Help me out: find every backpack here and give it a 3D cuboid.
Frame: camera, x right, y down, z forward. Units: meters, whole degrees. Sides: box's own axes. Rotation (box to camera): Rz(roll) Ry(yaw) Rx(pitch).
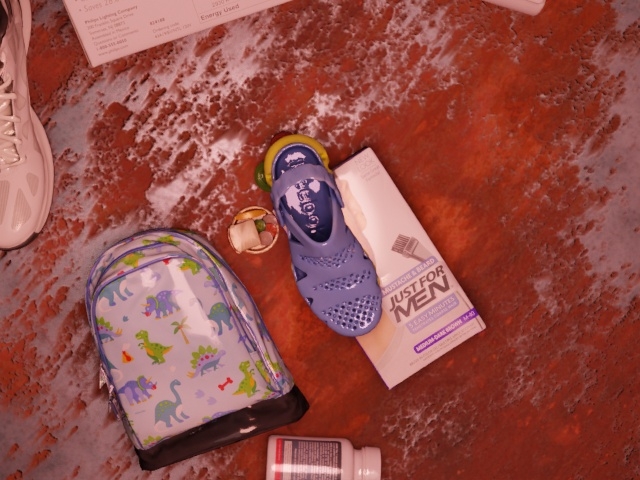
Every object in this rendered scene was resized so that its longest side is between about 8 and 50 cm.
[{"bbox_3d":[-0.215,0.151,1.780,0.290,0.273,0.355,-19,83,6],"label":"backpack"}]

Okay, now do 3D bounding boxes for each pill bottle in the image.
[{"bbox_3d":[0.003,0.367,1.857,0.180,0.108,0.107,3,95,-2],"label":"pill bottle"}]

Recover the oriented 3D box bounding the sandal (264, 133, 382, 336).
[{"bbox_3d":[0.000,0.000,1.710,0.126,0.138,0.317,-25,97,1],"label":"sandal"}]

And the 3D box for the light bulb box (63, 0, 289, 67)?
[{"bbox_3d":[-0.228,-0.494,1.647,0.358,0.225,0.361,-19,125,-1],"label":"light bulb box"}]

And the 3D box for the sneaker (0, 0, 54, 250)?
[{"bbox_3d":[-0.508,-0.197,1.715,0.169,0.257,0.447,-5,95,-2],"label":"sneaker"}]

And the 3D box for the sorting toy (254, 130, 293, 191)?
[{"bbox_3d":[-0.060,-0.124,1.852,0.061,0.042,0.102,30,105,11],"label":"sorting toy"}]

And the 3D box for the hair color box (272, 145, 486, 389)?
[{"bbox_3d":[0.090,0.041,1.835,0.185,0.110,0.338,-34,94,2],"label":"hair color box"}]

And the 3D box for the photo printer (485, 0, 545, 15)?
[{"bbox_3d":[0.228,-0.510,1.793,0.308,0.107,0.256,16,94,-3],"label":"photo printer"}]

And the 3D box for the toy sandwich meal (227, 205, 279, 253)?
[{"bbox_3d":[-0.108,-0.015,1.860,0.086,0.029,0.085,0,95,-2],"label":"toy sandwich meal"}]
